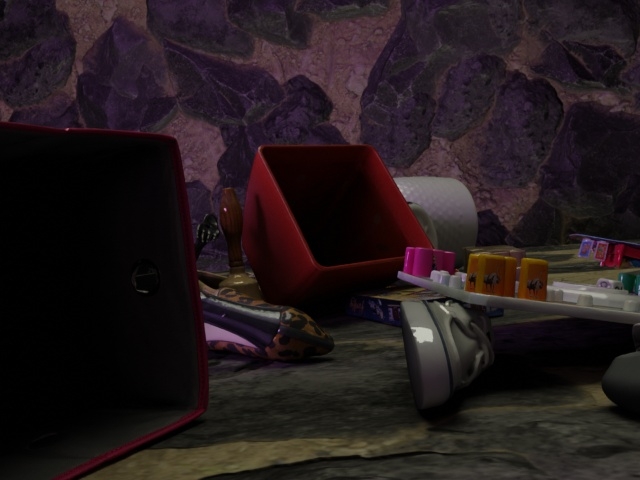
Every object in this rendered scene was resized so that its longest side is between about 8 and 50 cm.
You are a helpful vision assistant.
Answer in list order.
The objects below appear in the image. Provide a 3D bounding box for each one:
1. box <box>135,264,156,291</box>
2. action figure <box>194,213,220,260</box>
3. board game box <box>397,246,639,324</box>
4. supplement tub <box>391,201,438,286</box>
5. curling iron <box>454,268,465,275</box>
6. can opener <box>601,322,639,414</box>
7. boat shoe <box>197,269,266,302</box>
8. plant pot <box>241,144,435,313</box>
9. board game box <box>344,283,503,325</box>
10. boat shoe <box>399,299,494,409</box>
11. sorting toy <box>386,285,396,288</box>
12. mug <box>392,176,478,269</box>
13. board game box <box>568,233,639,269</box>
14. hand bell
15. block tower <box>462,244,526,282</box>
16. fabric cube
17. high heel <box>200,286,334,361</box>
[{"bbox_3d":[-0.365,0.093,1.029,0.142,0.163,0.247,-7,1,27],"label":"box"},{"bbox_3d":[-0.281,0.067,1.211,0.164,0.275,0.141,31,28,2],"label":"action figure"},{"bbox_3d":[0.316,0.055,0.822,0.390,0.050,0.390,6,0,-4],"label":"board game box"},{"bbox_3d":[0.098,0.018,1.722,0.338,0.207,0.207,-4,2,43],"label":"supplement tub"},{"bbox_3d":[0.306,0.086,1.650,0.068,0.035,0.274,-4,2,34],"label":"curling iron"},{"bbox_3d":[0.320,0.103,0.451,0.095,0.076,0.283,-41,18,-24],"label":"can opener"},{"bbox_3d":[-0.201,0.107,1.462,0.105,0.089,0.285,-5,1,-44],"label":"boat shoe"},{"bbox_3d":[0.000,0.000,1.305,0.267,0.267,0.235,-6,-33,-36],"label":"plant pot"},{"bbox_3d":[0.164,0.104,1.166,0.165,0.042,0.243,-6,1,-21],"label":"board game box"},{"bbox_3d":[0.121,0.092,0.660,0.084,0.095,0.258,-9,2,7],"label":"boat shoe"},{"bbox_3d":[0.123,0.104,1.378,0.061,0.042,0.102,-5,1,20],"label":"sorting toy"},{"bbox_3d":[0.211,-0.015,2.015,0.328,0.276,0.374,-1,-34,-26],"label":"mug"},{"bbox_3d":[0.415,0.027,0.933,0.169,0.033,0.133,13,-1,40],"label":"board game box"},{"bbox_3d":[-0.145,0.031,1.204,0.126,0.242,0.126,-5,0,0],"label":"hand bell"},{"bbox_3d":[0.348,0.060,1.415,0.097,0.091,0.335,-4,2,6],"label":"block tower"},{"bbox_3d":[-0.280,0.051,0.575,0.258,0.254,0.259,-6,1,29],"label":"fabric cube"},{"bbox_3d":[-0.071,0.127,0.956,0.186,0.093,0.261,17,-10,5],"label":"high heel"}]
